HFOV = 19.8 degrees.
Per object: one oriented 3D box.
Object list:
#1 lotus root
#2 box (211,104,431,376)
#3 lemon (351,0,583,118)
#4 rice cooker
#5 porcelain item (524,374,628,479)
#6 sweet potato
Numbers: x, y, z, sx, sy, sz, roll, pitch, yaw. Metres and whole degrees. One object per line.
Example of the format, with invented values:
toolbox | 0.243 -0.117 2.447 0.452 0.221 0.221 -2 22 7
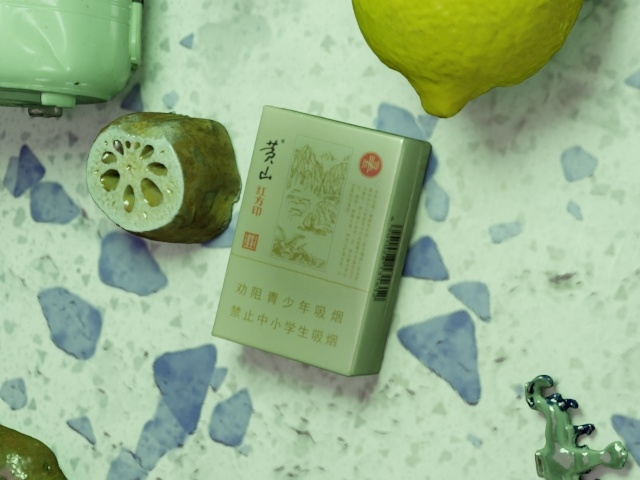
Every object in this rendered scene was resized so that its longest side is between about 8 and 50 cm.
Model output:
lotus root | -0.137 -0.052 1.572 0.122 0.081 0.112 11 101 26
box | 0.000 0.000 1.509 0.141 0.058 0.201 14 95 26
lemon | 0.114 -0.212 1.390 0.187 0.187 0.244 6 87 26
rice cooker | -0.260 -0.230 1.563 0.226 0.226 0.244 -1 90 26
porcelain item | 0.203 0.169 1.423 0.075 0.021 0.136 -9 84 26
sweet potato | -0.259 0.213 1.625 0.269 0.075 0.075 19 97 22
